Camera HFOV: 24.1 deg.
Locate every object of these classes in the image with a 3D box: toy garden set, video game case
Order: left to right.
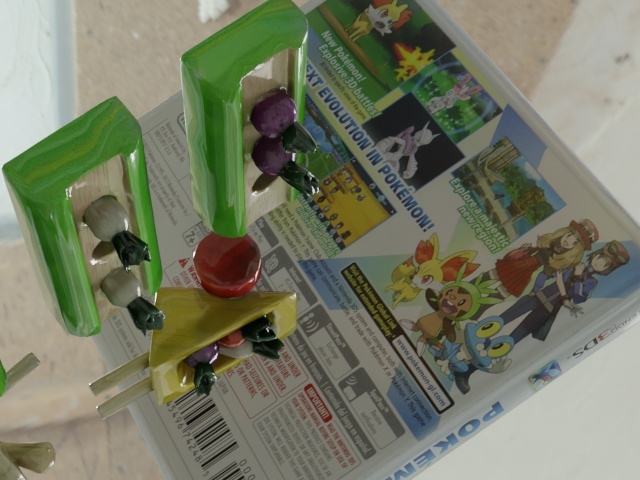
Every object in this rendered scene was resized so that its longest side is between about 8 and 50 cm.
[{"bbox_3d":[-0.096,0.046,0.533,0.244,0.049,0.204,-35,-20,-18],"label":"toy garden set"},{"bbox_3d":[0.000,0.000,0.906,0.300,0.329,0.036,-35,-39,0],"label":"video game case"}]
